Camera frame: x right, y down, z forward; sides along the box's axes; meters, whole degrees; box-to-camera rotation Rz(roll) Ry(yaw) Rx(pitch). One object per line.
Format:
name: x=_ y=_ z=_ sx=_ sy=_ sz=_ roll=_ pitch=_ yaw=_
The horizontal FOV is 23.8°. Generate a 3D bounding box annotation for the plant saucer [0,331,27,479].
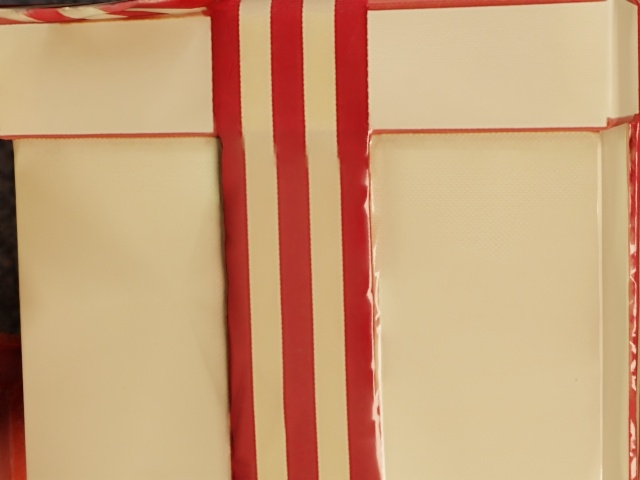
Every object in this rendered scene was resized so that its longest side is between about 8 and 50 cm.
plant saucer: x=-0.143 y=0.168 z=0.627 sx=0.048 sy=0.258 sz=0.259 roll=-3 pitch=85 yaw=3

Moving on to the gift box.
gift box: x=0.000 y=0.000 z=0.617 sx=0.276 sy=0.255 sz=0.258 roll=1 pitch=96 yaw=12
